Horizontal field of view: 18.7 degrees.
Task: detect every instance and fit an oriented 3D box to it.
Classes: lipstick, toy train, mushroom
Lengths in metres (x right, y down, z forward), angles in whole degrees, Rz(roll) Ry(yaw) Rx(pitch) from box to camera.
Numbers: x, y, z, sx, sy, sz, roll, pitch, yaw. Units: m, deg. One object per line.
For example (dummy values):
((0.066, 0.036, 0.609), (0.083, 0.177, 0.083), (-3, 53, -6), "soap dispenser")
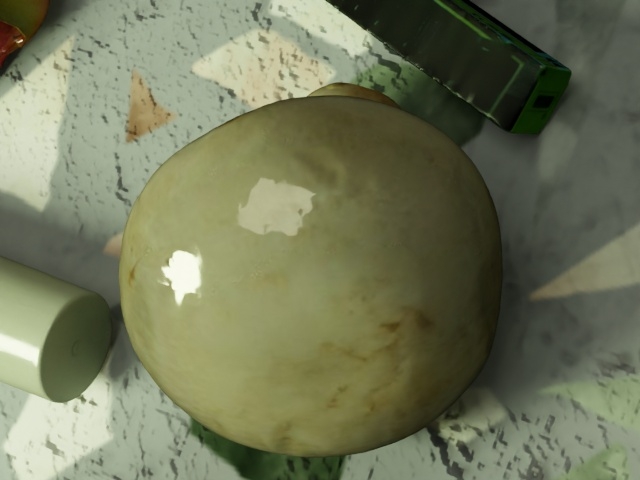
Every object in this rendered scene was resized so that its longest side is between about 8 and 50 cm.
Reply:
((-0.247, 0.026, 1.175), (0.254, 0.070, 0.070), (18, 80, 27), "lipstick")
((0.053, -0.134, 1.119), (0.209, 0.042, 0.044), (40, 112, 29), "toy train")
((-0.008, 0.001, 1.014), (0.206, 0.206, 0.209), (-23, 63, 14), "mushroom")

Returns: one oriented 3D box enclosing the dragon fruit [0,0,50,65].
((-0.338, -0.199, 1.206), (0.305, 0.226, 0.305), (-8, 70, 23), "dragon fruit")
